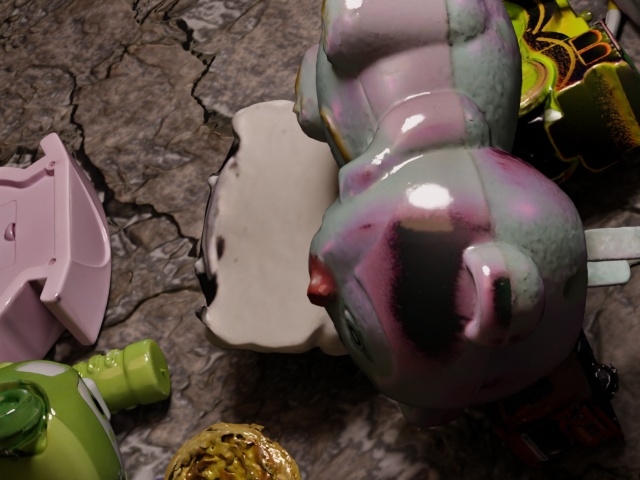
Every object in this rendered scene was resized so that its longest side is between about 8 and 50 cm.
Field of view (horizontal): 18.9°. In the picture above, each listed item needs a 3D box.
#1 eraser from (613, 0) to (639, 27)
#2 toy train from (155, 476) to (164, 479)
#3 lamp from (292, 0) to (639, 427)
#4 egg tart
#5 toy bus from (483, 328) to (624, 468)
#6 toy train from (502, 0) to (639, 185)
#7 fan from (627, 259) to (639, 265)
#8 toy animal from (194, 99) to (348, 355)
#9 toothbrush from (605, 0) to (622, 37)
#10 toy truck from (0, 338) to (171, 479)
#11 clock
[{"bbox_3d":[0.383,-0.339,1.655,0.359,0.122,0.272,-32,45,-2],"label":"eraser"},{"bbox_3d":[-0.094,0.193,1.546,0.083,0.017,0.017,-15,40,20],"label":"toy train"},{"bbox_3d":[0.103,-0.029,1.362,0.247,0.247,0.301,-2,67,-16],"label":"lamp"},{"bbox_3d":[-0.068,0.206,1.487,0.128,0.049,0.129,-9,68,22],"label":"egg tart"},{"bbox_3d":[0.159,0.069,1.468,0.096,0.073,0.235,-31,40,17],"label":"toy bus"},{"bbox_3d":[0.174,-0.147,1.610,0.160,0.100,0.296,-26,32,4],"label":"toy train"},{"bbox_3d":[0.269,0.008,1.499,0.083,0.004,0.056,-18,44,19],"label":"fan"},{"bbox_3d":[0.000,0.000,1.563,0.204,0.156,0.208,0,76,30],"label":"toy animal"},{"bbox_3d":[0.265,-0.216,1.701,0.024,0.021,0.288,-1,50,17],"label":"toothbrush"},{"bbox_3d":[-0.236,0.159,1.586,0.187,0.148,0.210,-13,24,25],"label":"toy truck"},{"bbox_3d":[-0.325,0.067,1.765,0.275,0.080,0.290,-25,41,11],"label":"clock"}]
